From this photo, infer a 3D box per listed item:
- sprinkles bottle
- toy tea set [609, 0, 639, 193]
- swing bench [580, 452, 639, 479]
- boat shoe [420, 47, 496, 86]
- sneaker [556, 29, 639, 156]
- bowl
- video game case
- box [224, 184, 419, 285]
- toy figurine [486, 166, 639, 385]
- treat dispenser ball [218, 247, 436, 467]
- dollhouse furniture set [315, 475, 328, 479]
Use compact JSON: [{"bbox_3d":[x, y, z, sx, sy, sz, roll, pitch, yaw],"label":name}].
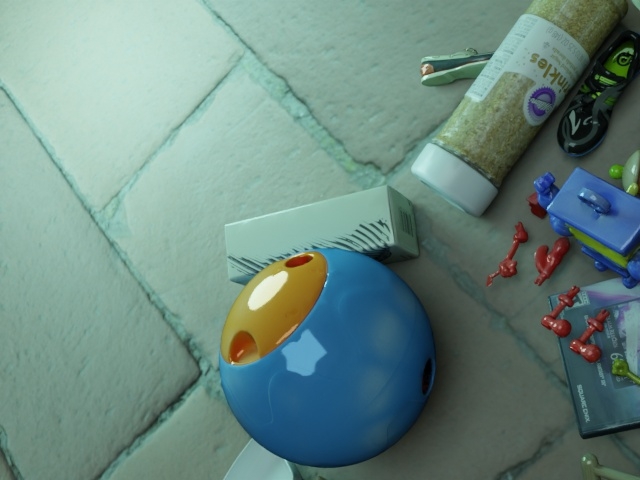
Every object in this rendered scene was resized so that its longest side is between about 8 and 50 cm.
[{"bbox_3d":[0.274,-0.208,1.115,0.121,0.121,0.355,37,95,28],"label":"sprinkles bottle"},{"bbox_3d":[0.419,-0.222,1.008,0.124,0.200,0.336,9,87,19],"label":"toy tea set"},{"bbox_3d":[0.388,0.391,0.830,0.253,0.255,0.165,9,48,46],"label":"swing bench"},{"bbox_3d":[0.214,-0.267,1.202,0.137,0.049,0.043,-8,72,29],"label":"boat shoe"},{"bbox_3d":[0.378,-0.203,1.087,0.067,0.078,0.188,33,94,29],"label":"sneaker"},{"bbox_3d":[-0.081,0.370,1.168,0.142,0.053,0.142,-55,34,4],"label":"bowl"},{"bbox_3d":[0.435,0.121,0.983,0.274,0.026,0.196,-19,53,22],"label":"video game case"},{"bbox_3d":[0.000,0.000,1.206,0.275,0.113,0.094,-14,73,24],"label":"box"},{"bbox_3d":[0.341,0.026,0.930,0.191,0.217,0.362,-47,51,-3],"label":"toy figurine"},{"bbox_3d":[0.009,0.153,1.064,0.288,0.288,0.288,-6,75,25],"label":"treat dispenser ball"},{"bbox_3d":[0.087,0.410,1.002,0.259,0.262,0.135,31,91,-5],"label":"dollhouse furniture set"}]
